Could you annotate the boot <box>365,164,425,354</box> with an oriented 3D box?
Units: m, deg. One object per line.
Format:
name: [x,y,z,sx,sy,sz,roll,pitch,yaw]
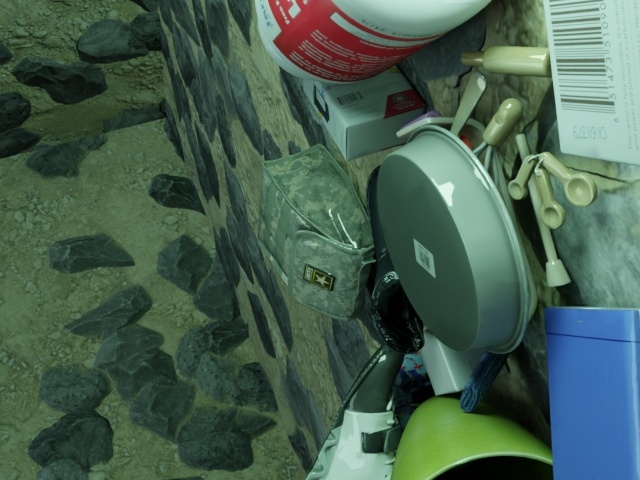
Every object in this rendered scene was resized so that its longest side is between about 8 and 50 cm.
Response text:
boot: [0.117,0.022,1.235,0.207,0.094,0.246,-70,-27,-74]

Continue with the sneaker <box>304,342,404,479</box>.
sneaker: [0.087,0.314,1.336,0.330,0.146,0.122,-67,-12,15]

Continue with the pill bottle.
pill bottle: [0.047,-0.320,1.018,0.408,0.229,0.229,174,79,-74]

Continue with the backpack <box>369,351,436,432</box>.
backpack: [0.129,0.266,1.454,0.158,0.173,0.117,-152,47,-70]

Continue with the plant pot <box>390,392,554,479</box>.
plant pot: [0.209,0.343,1.171,0.293,0.275,0.274,-101,-1,-74]

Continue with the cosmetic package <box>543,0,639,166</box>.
cosmetic package: [0.265,-0.140,0.540,0.151,0.184,0.151,-149,44,-68]

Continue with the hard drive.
hard drive: [0.301,0.231,0.886,0.210,0.040,0.318,154,114,-81]

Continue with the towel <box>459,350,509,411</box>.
towel: [0.229,0.177,1.142,0.029,0.119,0.067,27,145,17]

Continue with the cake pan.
cake pan: [0.148,0.008,1.015,0.293,0.054,0.293,160,90,-76]

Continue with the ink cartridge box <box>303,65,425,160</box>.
ink cartridge box: [0.062,-0.217,1.267,0.072,0.127,0.175,88,159,-50]

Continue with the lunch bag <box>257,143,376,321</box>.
lunch bag: [0.000,0.000,1.649,0.287,0.169,0.235,54,153,31]

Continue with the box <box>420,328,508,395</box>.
box: [0.207,0.168,1.245,0.102,0.087,0.101,128,124,-71]

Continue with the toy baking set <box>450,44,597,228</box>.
toy baking set: [0.204,-0.116,0.912,0.256,0.030,0.196,24,125,47]

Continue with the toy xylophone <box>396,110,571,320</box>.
toy xylophone: [0.202,-0.023,1.074,0.236,0.081,0.322,142,110,-73]
